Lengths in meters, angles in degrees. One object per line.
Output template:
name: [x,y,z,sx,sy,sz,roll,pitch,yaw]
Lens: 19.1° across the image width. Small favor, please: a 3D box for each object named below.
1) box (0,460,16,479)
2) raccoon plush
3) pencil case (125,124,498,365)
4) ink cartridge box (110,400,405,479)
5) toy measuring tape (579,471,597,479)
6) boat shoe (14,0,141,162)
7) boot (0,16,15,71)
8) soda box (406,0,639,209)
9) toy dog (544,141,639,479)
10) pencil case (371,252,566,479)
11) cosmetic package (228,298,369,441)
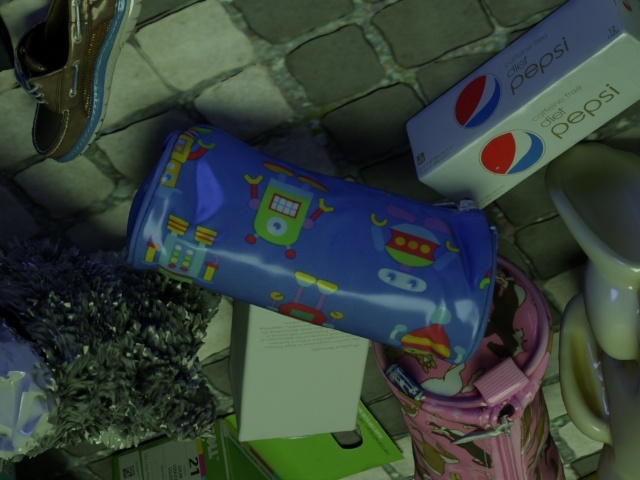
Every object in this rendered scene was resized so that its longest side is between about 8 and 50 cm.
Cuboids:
box: [-0.424,0.241,1.830,0.244,0.060,0.100,-21,141,12]
raccoon plush: [-0.175,0.121,1.495,0.299,0.446,0.216,7,107,-23]
pencil case: [0.000,0.000,1.527,0.306,0.133,0.119,16,170,-4]
ink cartridge box: [-0.056,0.256,1.913,0.255,0.097,0.189,-20,141,13]
toy measuring tape: [0.321,0.311,2.066,0.330,0.121,0.121,-30,138,22]
boat shoe: [-0.192,-0.134,1.407,0.066,0.066,0.183,-4,133,-33]
boot: [-0.283,-0.153,1.383,0.099,0.045,0.121,-12,146,0]
soda box: [0.174,-0.114,1.527,0.216,0.069,0.074,-36,134,28]
toy dog: [0.363,0.152,1.667,0.285,0.395,0.408,-13,134,-13]
pencil case: [0.145,0.161,1.755,0.160,0.167,0.386,15,155,17]
cosmetic package: [-0.019,0.084,1.718,0.117,0.085,0.231,-4,143,-10]
